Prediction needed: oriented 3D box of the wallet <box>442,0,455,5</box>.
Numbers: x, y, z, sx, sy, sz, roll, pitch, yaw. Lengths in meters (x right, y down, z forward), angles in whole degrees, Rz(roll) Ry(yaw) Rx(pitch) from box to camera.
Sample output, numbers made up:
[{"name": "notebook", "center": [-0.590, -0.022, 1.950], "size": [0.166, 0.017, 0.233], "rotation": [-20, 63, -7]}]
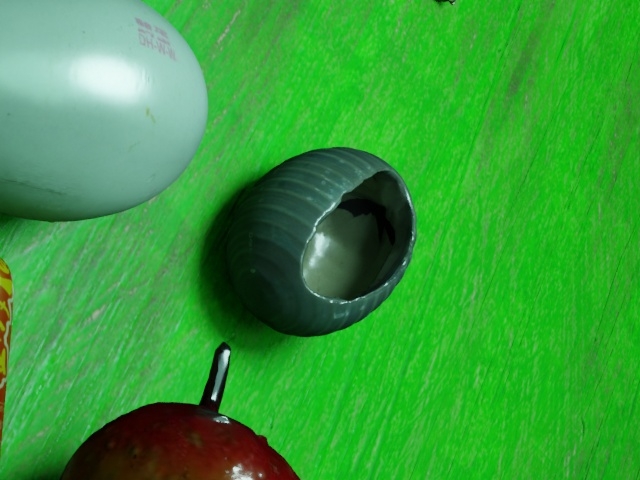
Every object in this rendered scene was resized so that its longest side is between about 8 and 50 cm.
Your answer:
[{"name": "wallet", "center": [0.106, -0.399, 2.319], "size": [0.232, 0.031, 0.122], "rotation": [40, 51, -40]}]

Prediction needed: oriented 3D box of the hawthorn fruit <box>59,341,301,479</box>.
[{"name": "hawthorn fruit", "center": [-0.119, 0.276, 1.752], "size": [0.285, 0.285, 0.369], "rotation": [24, 70, -44]}]

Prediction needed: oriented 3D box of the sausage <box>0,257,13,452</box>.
[{"name": "sausage", "center": [-0.323, 0.119, 1.713], "size": [0.083, 0.083, 0.264], "rotation": [17, 70, -46]}]

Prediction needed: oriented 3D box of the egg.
[{"name": "egg", "center": [-0.265, -0.134, 1.700], "size": [0.371, 0.230, 0.230], "rotation": [6, 79, -44]}]

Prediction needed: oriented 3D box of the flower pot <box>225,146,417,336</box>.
[{"name": "flower pot", "center": [0.000, 0.000, 2.035], "size": [0.243, 0.157, 0.189], "rotation": [-41, 116, -45]}]
